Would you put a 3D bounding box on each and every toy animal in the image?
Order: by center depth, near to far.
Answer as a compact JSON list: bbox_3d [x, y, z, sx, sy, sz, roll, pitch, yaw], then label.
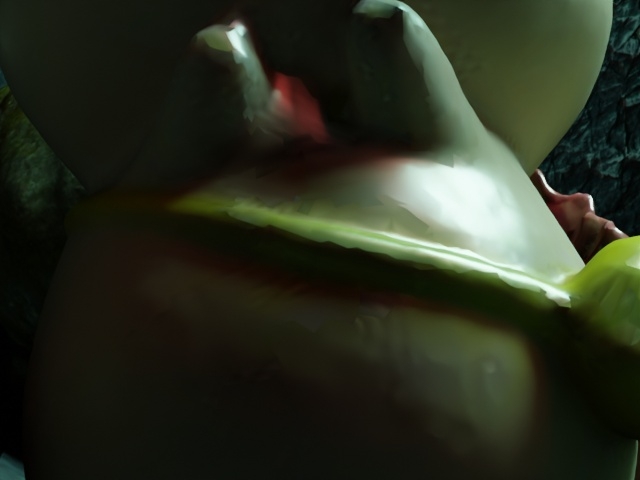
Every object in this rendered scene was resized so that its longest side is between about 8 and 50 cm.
[{"bbox_3d":[0.003,0.001,0.441,0.165,0.248,0.149,4,-33,-10],"label":"toy animal"}]

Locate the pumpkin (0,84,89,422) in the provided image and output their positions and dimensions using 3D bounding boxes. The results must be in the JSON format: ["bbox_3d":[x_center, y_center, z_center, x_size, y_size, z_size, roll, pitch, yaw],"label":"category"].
[{"bbox_3d":[-0.046,0.016,0.737,0.219,0.162,0.219,-7,-29,-4],"label":"pumpkin"}]

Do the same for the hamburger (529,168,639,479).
[{"bbox_3d":[0.014,0.055,0.577,0.137,0.175,0.175,13,9,-41],"label":"hamburger"}]

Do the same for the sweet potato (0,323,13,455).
[{"bbox_3d":[-0.110,0.032,0.434,0.081,0.062,0.233,29,-5,-6],"label":"sweet potato"}]
